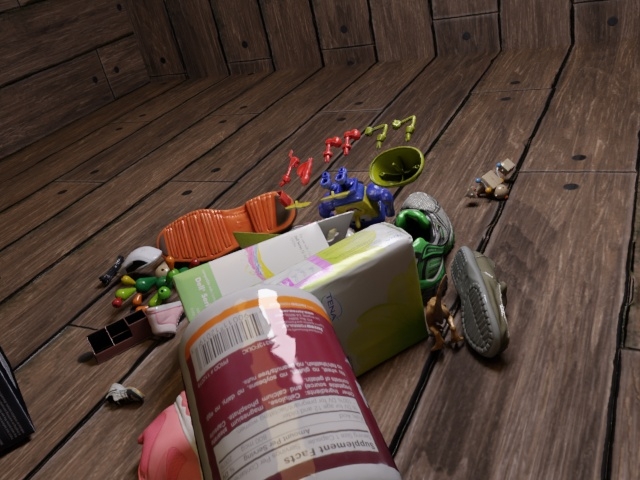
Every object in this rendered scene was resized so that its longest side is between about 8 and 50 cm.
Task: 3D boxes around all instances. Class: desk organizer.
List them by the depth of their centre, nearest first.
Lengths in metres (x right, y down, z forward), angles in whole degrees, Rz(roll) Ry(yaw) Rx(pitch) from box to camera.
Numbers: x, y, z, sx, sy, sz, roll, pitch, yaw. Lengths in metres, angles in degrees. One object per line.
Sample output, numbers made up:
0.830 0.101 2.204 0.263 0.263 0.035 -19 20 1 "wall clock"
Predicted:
-0.419 0.199 1.291 0.130 0.050 0.047 -27 31 -22 "desk organizer"

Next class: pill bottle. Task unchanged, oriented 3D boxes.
-0.033 0.264 0.756 0.223 0.224 0.392 -18 47 -8 "pill bottle"

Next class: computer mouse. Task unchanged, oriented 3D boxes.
-0.471 0.050 1.530 0.192 0.042 0.106 -20 22 32 "computer mouse"

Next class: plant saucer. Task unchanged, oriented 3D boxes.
-0.074 0.027 1.372 0.188 0.045 0.188 3 -11 29 "plant saucer"

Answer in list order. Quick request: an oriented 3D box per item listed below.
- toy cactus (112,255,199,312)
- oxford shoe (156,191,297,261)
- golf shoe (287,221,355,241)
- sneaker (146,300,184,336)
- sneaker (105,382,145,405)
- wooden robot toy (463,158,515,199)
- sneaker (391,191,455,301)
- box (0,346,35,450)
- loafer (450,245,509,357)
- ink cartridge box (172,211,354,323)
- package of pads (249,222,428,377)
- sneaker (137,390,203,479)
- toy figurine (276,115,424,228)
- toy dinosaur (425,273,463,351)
-0.373 0.087 1.437 0.218 0.112 0.180 -25 20 -2 "toy cactus"
-0.229 -0.020 1.555 0.363 0.130 0.133 -14 -7 4 "oxford shoe"
0.000 0.000 1.436 0.186 0.068 0.086 4 17 40 "golf shoe"
-0.324 0.169 1.316 0.050 0.070 0.134 -15 -2 15 "sneaker"
-0.360 0.290 1.134 0.083 0.032 0.037 0 45 32 "sneaker"
0.431 -0.129 1.518 0.173 0.076 0.079 -33 70 -32 "wooden robot toy"
0.217 -0.022 1.311 0.134 0.146 0.344 -7 29 12 "sneaker"
-0.723 0.294 1.116 0.294 0.183 0.296 -27 30 -25 "box"
0.302 0.103 1.101 0.087 0.094 0.251 11 40 -9 "loafer"
-0.083 0.085 1.173 0.353 0.207 0.119 -21 72 -12 "ink cartridge box"
0.036 0.121 1.049 0.296 0.229 0.101 -26 31 -22 "package of pads"
-0.194 0.353 0.895 0.136 0.116 0.314 -33 28 -7 "sneaker"
0.106 -0.122 1.456 0.362 0.217 0.191 -14 52 25 "toy figurine"
0.202 0.129 1.067 0.064 0.112 0.211 -20 -10 3 "toy dinosaur"
